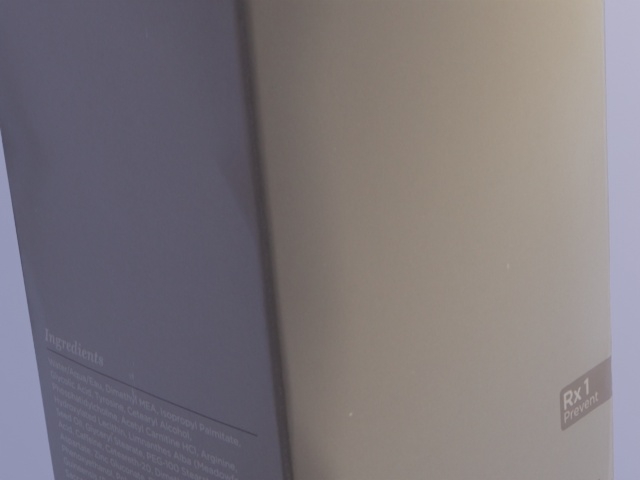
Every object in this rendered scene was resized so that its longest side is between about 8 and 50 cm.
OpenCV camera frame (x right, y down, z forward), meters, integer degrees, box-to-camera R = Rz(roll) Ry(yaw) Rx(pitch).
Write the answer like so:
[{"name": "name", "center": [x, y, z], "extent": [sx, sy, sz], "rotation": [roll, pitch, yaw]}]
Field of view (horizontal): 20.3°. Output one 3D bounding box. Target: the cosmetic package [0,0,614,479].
[{"name": "cosmetic package", "center": [0.000, 0.000, 0.445], "extent": [0.107, 0.238, 0.127], "rotation": [20, -146, 41]}]
